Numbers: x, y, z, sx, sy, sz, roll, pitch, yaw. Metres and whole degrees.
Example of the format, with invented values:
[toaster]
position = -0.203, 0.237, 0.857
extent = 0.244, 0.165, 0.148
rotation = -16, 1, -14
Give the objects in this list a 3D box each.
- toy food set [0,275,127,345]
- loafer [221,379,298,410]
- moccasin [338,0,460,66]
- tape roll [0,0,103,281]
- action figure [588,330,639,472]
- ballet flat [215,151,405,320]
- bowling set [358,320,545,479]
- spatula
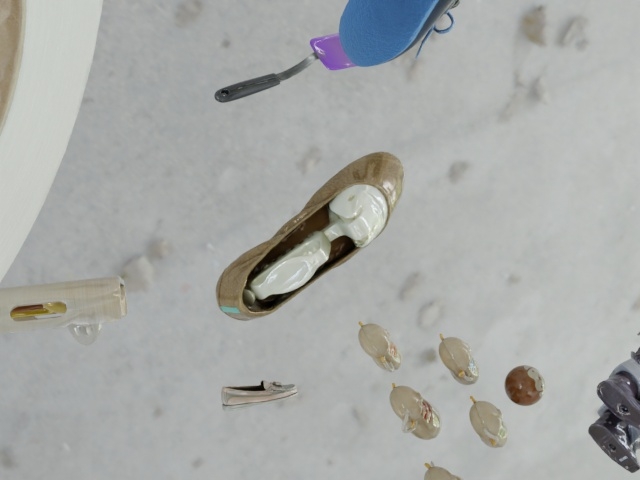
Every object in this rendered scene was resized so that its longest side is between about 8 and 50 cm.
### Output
[toy food set]
position = -0.391, 0.111, 1.734
extent = 0.220, 0.306, 0.092
rotation = -6, 87, -8
[loafer]
position = -0.096, 0.239, 1.903
extent = 0.125, 0.045, 0.039
rotation = -10, 96, -20
[moccasin]
position = 0.156, -0.351, 1.695
extent = 0.117, 0.137, 0.342
rotation = -26, 175, -39
[tape roll]
position = -0.223, -0.081, 0.554
extent = 0.392, 0.072, 0.392
rotation = 21, 90, -78
[action figure]
position = 0.434, 0.154, 1.519
extent = 0.285, 0.099, 0.185
rotation = -42, 162, -38
[ballet flat]
position = 0.000, 0.000, 1.712
extent = 0.342, 0.124, 0.116
rotation = -36, 107, -9
[bowling set]
position = 0.181, 0.192, 1.550
extent = 0.200, 0.287, 0.154
rotation = -31, 155, 5
[spatula]
position = -0.055, -0.301, 2.147
extent = 0.296, 0.084, 0.030
rotation = -25, 156, -18
